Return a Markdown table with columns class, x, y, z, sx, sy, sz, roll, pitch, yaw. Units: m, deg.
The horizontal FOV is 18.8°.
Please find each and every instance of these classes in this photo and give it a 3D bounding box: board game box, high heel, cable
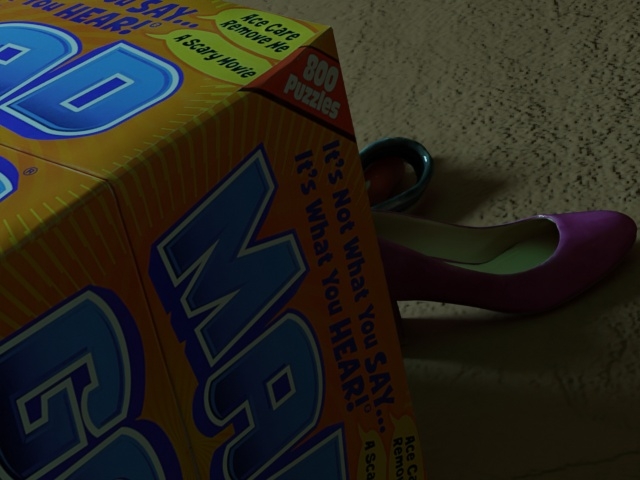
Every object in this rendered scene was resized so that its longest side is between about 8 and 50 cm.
| class | x | y | z | sx | sy | sz | roll | pitch | yaw |
| --- | --- | --- | --- | --- | --- | --- | --- | --- | --- |
| board game box | -0.201 | 0.071 | 1.182 | 0.356 | 0.356 | 0.356 | 19 | 44 | 39 |
| high heel | 0.113 | -0.005 | 1.409 | 0.244 | 0.117 | 0.082 | -15 | 32 | -3 |
| cable | 0.000 | 0.000 | 1.528 | 0.139 | 0.072 | 0.287 | 14 | 51 | 10 |
